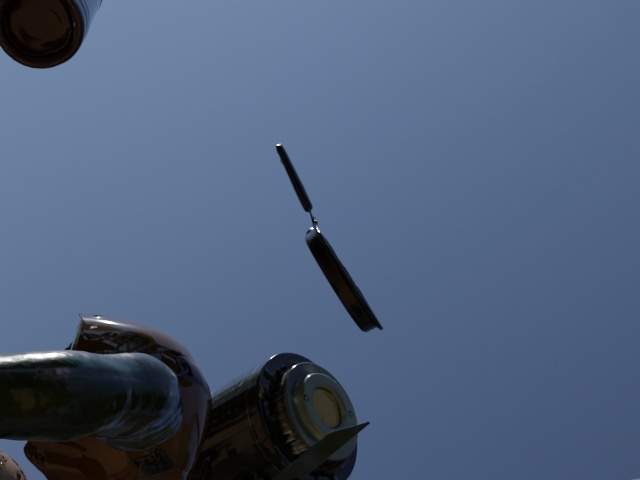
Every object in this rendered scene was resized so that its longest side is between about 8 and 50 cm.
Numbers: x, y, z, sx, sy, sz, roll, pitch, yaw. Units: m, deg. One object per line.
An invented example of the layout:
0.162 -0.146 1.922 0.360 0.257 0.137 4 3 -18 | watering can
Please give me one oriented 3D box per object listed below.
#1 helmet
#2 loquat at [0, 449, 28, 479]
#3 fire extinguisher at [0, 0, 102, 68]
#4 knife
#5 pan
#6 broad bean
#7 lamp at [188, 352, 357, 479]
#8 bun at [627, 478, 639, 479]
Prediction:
-0.176 0.178 0.932 0.130 0.224 0.198 8 -121 20 | helmet
-0.643 0.469 1.711 0.235 0.235 0.235 1 -88 25 | loquat
-0.333 -0.325 1.198 0.102 0.344 0.138 -14 -63 0 | fire extinguisher
-0.034 0.274 1.119 0.245 0.072 0.019 -49 -122 39 | knife
0.000 0.000 1.041 0.028 0.136 0.235 -29 -102 2 | pan
-0.155 0.085 0.494 0.144 0.292 0.049 -14 -107 34 | broad bean
-0.079 0.286 1.398 0.272 0.374 0.205 -40 -69 13 | lamp
0.282 0.378 0.788 0.194 0.354 0.355 30 -72 62 | bun
